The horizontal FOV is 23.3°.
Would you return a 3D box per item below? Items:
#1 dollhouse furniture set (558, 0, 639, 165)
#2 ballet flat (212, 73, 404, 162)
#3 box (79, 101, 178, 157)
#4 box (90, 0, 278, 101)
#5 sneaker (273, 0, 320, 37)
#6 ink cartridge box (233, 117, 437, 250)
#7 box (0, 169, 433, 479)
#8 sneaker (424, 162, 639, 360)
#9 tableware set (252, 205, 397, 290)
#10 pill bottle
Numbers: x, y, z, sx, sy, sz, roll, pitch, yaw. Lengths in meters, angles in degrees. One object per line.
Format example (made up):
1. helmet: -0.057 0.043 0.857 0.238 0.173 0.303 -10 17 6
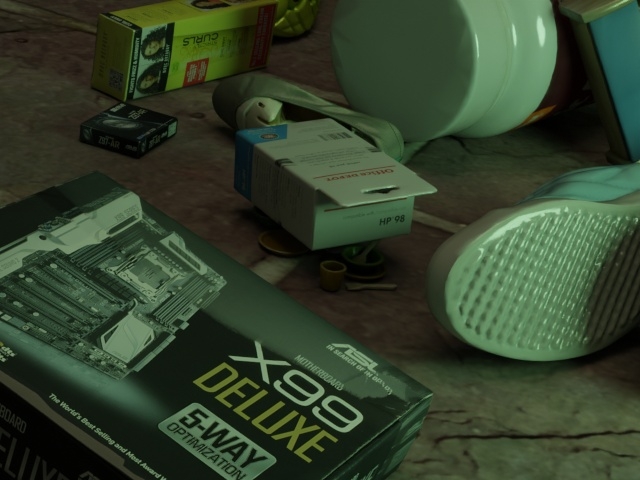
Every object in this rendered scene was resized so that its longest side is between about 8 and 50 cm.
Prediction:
1. dollhouse furniture set: 0.432 -0.162 1.505 0.286 0.198 0.303 -32 33 -11
2. ballet flat: -0.022 -0.112 1.535 0.213 0.072 0.068 18 31 17
3. box: -0.189 -0.110 1.534 0.067 0.018 0.083 18 26 17
4. box: -0.147 -0.218 1.703 0.058 0.087 0.232 27 29 30
5. sneaker: -0.068 -0.327 1.972 0.123 0.109 0.295 -13 25 14
6. ink cartridge box: 0.010 -0.045 1.357 0.104 0.060 0.180 -10 29 -30
7. box: -0.115 0.088 1.002 0.307 0.076 0.242 33 32 20
8. sneaker: 0.201 0.013 1.308 0.366 0.135 0.150 -10 12 -39
9. tableware set: 0.000 0.000 1.356 0.104 0.024 0.154 0 27 -18
10. pill bottle: 0.205 -0.235 1.691 0.224 0.224 0.392 26 30 33
